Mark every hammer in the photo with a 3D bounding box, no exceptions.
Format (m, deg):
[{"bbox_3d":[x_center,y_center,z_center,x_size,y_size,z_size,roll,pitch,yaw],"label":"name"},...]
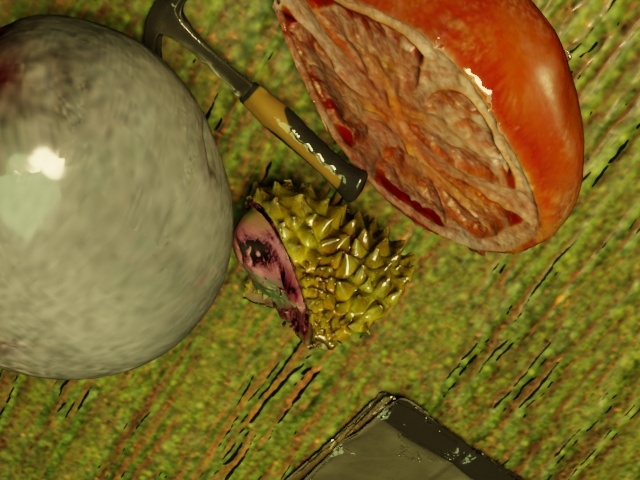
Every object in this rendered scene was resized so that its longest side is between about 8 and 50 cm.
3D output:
[{"bbox_3d":[-0.047,-0.099,0.678,0.201,0.021,0.078,42,123,-5],"label":"hammer"}]

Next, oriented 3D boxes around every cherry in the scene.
[{"bbox_3d":[-0.189,-0.029,0.640,0.255,0.218,0.296,-29,127,18],"label":"cherry"}]

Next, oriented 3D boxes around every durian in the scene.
[{"bbox_3d":[-0.002,-0.003,0.698,0.119,0.186,0.108,-29,107,-13],"label":"durian"}]

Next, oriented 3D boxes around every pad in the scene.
[{"bbox_3d":[0.096,0.254,0.912,0.233,0.022,0.174,37,115,-20],"label":"pad"}]

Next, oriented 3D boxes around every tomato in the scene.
[{"bbox_3d":[0.078,-0.102,0.608,0.095,0.236,0.237,-46,116,-16],"label":"tomato"}]
